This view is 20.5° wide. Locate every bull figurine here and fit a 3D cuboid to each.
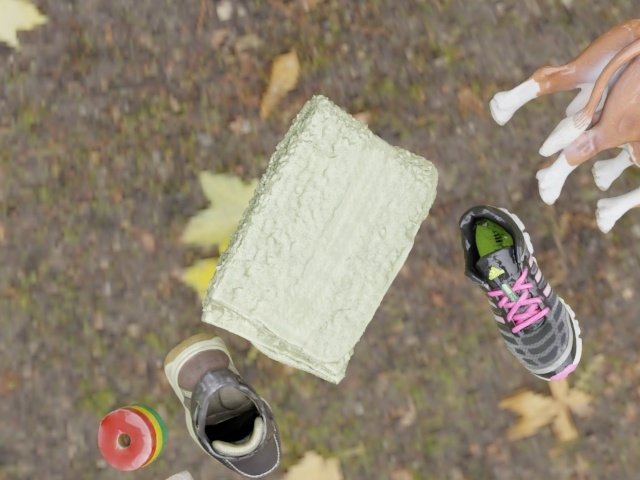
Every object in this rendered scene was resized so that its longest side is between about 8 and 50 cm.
[{"bbox_3d":[0.280,-0.084,1.412,0.188,0.101,0.310,-29,145,26],"label":"bull figurine"}]

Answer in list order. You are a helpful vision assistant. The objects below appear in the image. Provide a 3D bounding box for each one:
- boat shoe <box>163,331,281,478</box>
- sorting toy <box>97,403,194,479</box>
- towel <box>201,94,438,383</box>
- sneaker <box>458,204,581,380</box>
[{"bbox_3d":[-0.058,0.118,1.128,0.056,0.049,0.152,-30,141,0],"label":"boat shoe"},{"bbox_3d":[-0.119,0.264,1.280,0.132,0.046,0.275,-32,83,24],"label":"sorting toy"},{"bbox_3d":[0.000,0.000,1.029,0.110,0.027,0.148,30,83,-29],"label":"towel"},{"bbox_3d":[0.157,0.038,1.459,0.063,0.170,0.075,-31,151,18],"label":"sneaker"}]
